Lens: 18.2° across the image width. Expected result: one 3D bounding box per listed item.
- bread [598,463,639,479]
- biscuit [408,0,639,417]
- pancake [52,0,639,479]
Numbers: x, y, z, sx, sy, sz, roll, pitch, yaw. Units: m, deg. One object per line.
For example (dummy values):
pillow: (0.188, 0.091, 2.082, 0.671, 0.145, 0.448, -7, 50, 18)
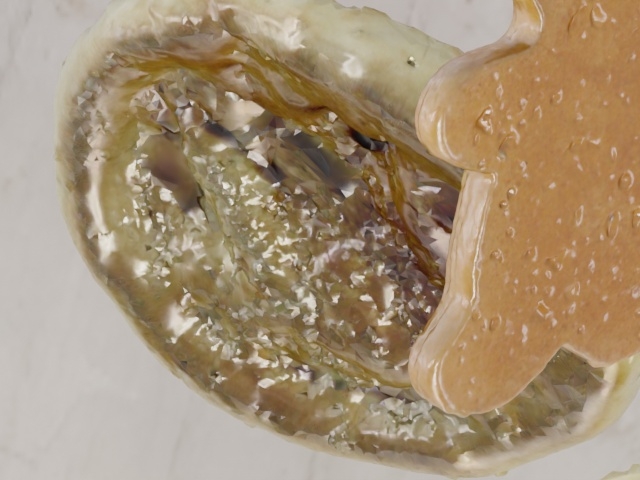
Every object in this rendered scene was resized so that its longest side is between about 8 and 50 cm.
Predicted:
bread: (0.084, 0.138, 0.337, 0.135, 0.178, 0.240, -8, 61, -23)
biscuit: (0.105, -0.052, 0.849, 0.165, 0.250, 0.036, -16, 31, -32)
pancake: (0.001, -0.001, 1.057, 0.356, 0.356, 0.065, 33, 50, 8)
